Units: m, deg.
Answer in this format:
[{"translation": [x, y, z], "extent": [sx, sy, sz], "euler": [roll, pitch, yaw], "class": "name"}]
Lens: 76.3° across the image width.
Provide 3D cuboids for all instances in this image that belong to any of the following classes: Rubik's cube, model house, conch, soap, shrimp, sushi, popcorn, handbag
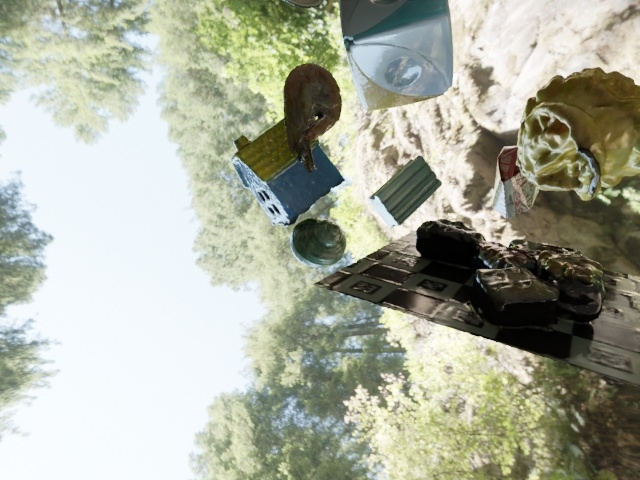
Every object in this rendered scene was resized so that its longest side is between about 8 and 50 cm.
[{"translation": [0.267, -0.710, 1.429], "extent": [0.351, 0.347, 0.352], "euler": [-7, -118, 15], "class": "Rubik's cube"}, {"translation": [-0.115, -0.219, 1.251], "extent": [0.237, 0.215, 0.303], "euler": [-42, -69, -20], "class": "model house"}, {"translation": [-0.003, -0.002, 1.121], "extent": [0.175, 0.188, 0.122], "euler": [-33, -63, -32], "class": "conch"}, {"translation": [0.241, -0.139, 1.153], "extent": [0.198, 0.063, 0.115], "euler": [-41, -81, -19], "class": "soap"}, {"translation": [-0.017, -0.336, 1.111], "extent": [0.168, 0.077, 0.318], "euler": [-3, -97, -10], "class": "shrimp"}, {"translation": [0.230, 0.025, 0.529], "extent": [0.343, 0.358, 0.064], "euler": [-20, -62, -54], "class": "sushi"}, {"translation": [0.685, -0.261, 1.055], "extent": [0.349, 0.349, 0.382], "euler": [47, -138, -5], "class": "popcorn"}, {"translation": [0.715, -0.224, 1.507], "extent": [0.298, 0.151, 0.171], "euler": [-44, -52, -38], "class": "handbag"}]

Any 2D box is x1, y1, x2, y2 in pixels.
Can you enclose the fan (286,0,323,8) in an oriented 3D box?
[{"translation": [-0.020, -0.251, 0.384], "extent": [0.085, 0.005, 0.133], "euler": [48, -132, 3], "class": "fan"}]
